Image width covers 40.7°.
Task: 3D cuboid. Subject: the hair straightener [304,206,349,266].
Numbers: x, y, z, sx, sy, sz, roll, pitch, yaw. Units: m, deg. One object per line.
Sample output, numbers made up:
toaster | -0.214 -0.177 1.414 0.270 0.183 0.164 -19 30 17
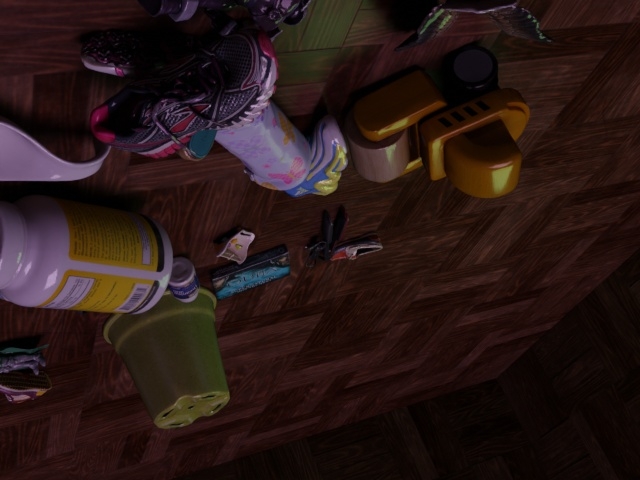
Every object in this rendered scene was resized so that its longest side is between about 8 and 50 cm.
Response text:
hair straightener | 0.000 0.000 1.993 0.089 0.047 0.230 -15 158 -19

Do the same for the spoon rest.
spoon rest | -0.437 -0.134 1.280 0.276 0.084 0.137 -4 148 -38

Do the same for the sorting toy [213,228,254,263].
sorting toy | -0.179 0.006 1.839 0.075 0.045 0.083 -40 151 16

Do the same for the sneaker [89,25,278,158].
sneaker | -0.183 -0.193 1.174 0.299 0.121 0.112 -26 165 30

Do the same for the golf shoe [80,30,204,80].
golf shoe | -0.256 -0.248 1.236 0.186 0.067 0.086 -5 150 -36

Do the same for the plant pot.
plant pot | -0.331 0.280 1.984 0.276 0.254 0.276 -20 154 -10

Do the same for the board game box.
board game box | -0.161 0.076 2.006 0.186 0.026 0.126 -20 155 -9

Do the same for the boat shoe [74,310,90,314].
boat shoe | -0.418 0.100 1.687 0.080 0.076 0.228 -60 164 14

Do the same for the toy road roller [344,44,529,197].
toy road roller | 0.230 -0.180 1.599 0.329 0.241 0.202 -24 155 -2

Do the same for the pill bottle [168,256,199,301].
pill bottle | -0.296 0.088 1.860 0.067 0.067 0.120 -21 155 -8

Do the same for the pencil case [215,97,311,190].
pencil case | -0.111 -0.179 1.451 0.124 0.113 0.273 -9 159 16

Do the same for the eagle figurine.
eagle figurine | 0.231 -0.369 1.302 0.225 0.226 0.298 -41 153 -13

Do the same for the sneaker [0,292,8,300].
sneaker | -0.524 0.065 1.621 0.237 0.086 0.085 -1 120 -62

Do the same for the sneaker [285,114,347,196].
sneaker | -0.023 -0.142 1.626 0.126 0.091 0.240 -18 155 -11

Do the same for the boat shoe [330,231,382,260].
boat shoe | 0.083 0.023 2.101 0.137 0.043 0.049 -20 157 -6

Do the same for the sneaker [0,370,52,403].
sneaker | -0.707 0.341 1.984 0.084 0.069 0.185 -38 152 15

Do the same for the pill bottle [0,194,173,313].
pill bottle | -0.432 0.024 1.471 0.188 0.188 0.334 -38 152 26

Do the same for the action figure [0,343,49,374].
action figure | -0.714 0.266 1.849 0.232 0.063 0.137 1 148 -37

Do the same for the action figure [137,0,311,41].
action figure | -0.111 -0.343 1.158 0.285 0.099 0.185 1 138 -49

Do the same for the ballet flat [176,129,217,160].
ballet flat | -0.165 -0.231 1.296 0.080 0.073 0.232 35 79 -47
